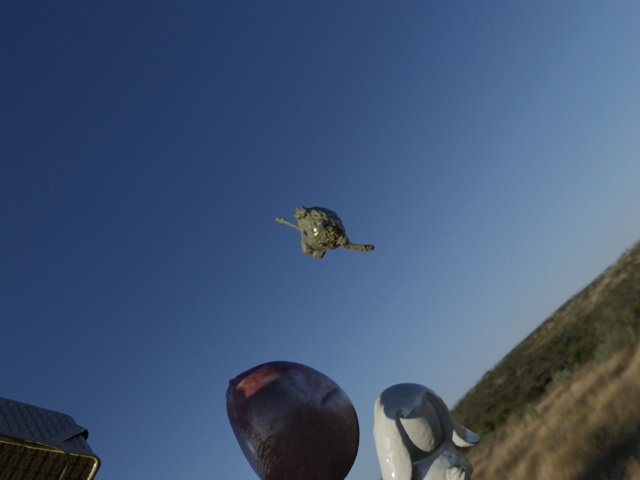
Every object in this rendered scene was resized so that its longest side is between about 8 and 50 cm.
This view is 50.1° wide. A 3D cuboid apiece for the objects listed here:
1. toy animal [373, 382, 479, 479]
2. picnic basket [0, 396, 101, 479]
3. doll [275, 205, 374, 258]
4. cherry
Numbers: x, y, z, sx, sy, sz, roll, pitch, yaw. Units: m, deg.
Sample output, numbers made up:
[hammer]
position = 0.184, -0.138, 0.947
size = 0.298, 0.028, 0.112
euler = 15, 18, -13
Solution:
[toy animal]
position = 0.232, 0.463, 1.617
size = 0.272, 0.265, 0.206
euler = -21, -6, -25
[picnic basket]
position = -0.545, 0.389, 1.118
size = 0.313, 0.175, 0.228
euler = 32, -93, -41
[doll]
position = -0.015, -0.010, 1.476
size = 0.091, 0.203, 0.286
euler = -58, 25, -11
[cherry]
position = -0.051, 0.356, 1.326
size = 0.221, 0.307, 0.261
euler = -43, 12, 12
